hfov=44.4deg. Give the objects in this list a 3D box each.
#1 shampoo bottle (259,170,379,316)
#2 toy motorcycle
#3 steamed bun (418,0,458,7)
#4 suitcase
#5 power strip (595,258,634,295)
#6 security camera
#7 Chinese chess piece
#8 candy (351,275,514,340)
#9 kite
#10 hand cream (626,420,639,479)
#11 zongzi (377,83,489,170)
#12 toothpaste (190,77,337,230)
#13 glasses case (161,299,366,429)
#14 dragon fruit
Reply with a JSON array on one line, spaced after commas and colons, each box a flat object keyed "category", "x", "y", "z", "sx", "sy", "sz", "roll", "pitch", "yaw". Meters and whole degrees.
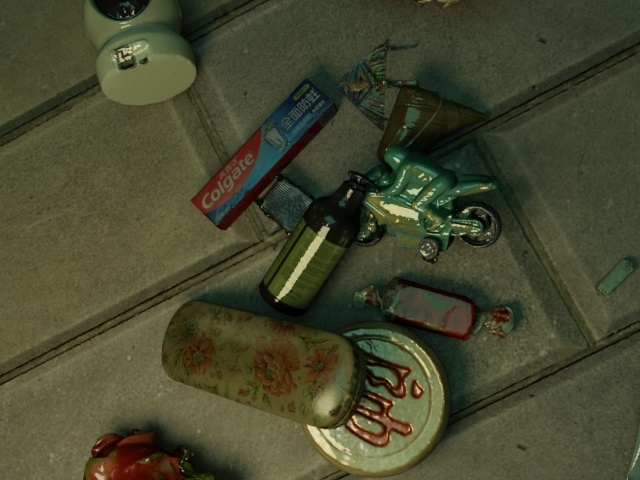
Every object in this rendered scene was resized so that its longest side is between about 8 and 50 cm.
[{"category": "shampoo bottle", "x": 0.000, "y": 0.000, "z": 1.388, "sx": 0.101, "sy": 0.101, "sz": 0.284, "roll": 36, "pitch": 108, "yaw": 11}, {"category": "toy motorcycle", "x": 0.173, "y": -0.072, "z": 1.379, "sx": 0.296, "sy": 0.109, "sz": 0.198, "roll": 6, "pitch": 115, "yaw": 25}, {"category": "steamed bun", "x": 0.215, "y": -0.586, "z": 1.409, "sx": 0.334, "sy": 0.233, "sz": 0.312, "roll": 19, "pitch": 74, "yaw": 18}, {"category": "suitcase", "x": -0.055, "y": -0.061, "z": 1.469, "sx": 0.126, "sy": 0.059, "sz": 0.086, "roll": 40, "pitch": 90, "yaw": 9}, {"category": "power strip", "x": 0.517, "y": 0.067, "z": 1.386, "sx": 0.083, "sy": 0.017, "sz": 0.027, "roll": -44, "pitch": 78, "yaw": 0}, {"category": "security camera", "x": -0.349, "y": -0.401, "z": 1.496, "sx": 0.195, "sy": 0.194, "sz": 0.236, "roll": -17, "pitch": 75, "yaw": 6}, {"category": "Chinese chess piece", "x": 0.093, "y": 0.275, "z": 1.375, "sx": 0.270, "sy": 0.112, "sz": 0.270, "roll": -1, "pitch": 82, "yaw": 7}, {"category": "candy", "x": 0.199, "y": 0.123, "z": 1.405, "sx": 0.292, "sy": 0.059, "sz": 0.086, "roll": 14, "pitch": 88, "yaw": 11}, {"category": "kite", "x": 0.109, "y": -0.299, "z": 1.499, "sx": 0.160, "sy": 0.010, "sz": 0.183, "roll": 2, "pitch": 83, "yaw": 7}, {"category": "hand cream", "x": 0.591, "y": 0.263, "z": 1.326, "sx": 0.111, "sy": 0.070, "sz": 0.312, "roll": 6, "pitch": 87, "yaw": 6}, {"category": "zongzi", "x": 0.202, "y": -0.175, "z": 1.449, "sx": 0.178, "sy": 0.081, "sz": 0.189, "roll": 19, "pitch": 96, "yaw": -9}, {"category": "toothpaste", "x": -0.105, "y": -0.161, "z": 1.485, "sx": 0.076, "sy": 0.066, "sz": 0.320, "roll": 43, "pitch": 89, "yaw": 11}, {"category": "glasses case", "x": -0.110, "y": 0.205, "z": 1.346, "sx": 0.425, "sy": 0.098, "sz": 0.156, "roll": 9, "pitch": 77, "yaw": 37}, {"category": "dragon fruit", "x": -0.290, "y": 0.423, "z": 1.387, "sx": 0.269, "sy": 0.198, "sz": 0.200, "roll": -17, "pitch": 55, "yaw": 5}]
